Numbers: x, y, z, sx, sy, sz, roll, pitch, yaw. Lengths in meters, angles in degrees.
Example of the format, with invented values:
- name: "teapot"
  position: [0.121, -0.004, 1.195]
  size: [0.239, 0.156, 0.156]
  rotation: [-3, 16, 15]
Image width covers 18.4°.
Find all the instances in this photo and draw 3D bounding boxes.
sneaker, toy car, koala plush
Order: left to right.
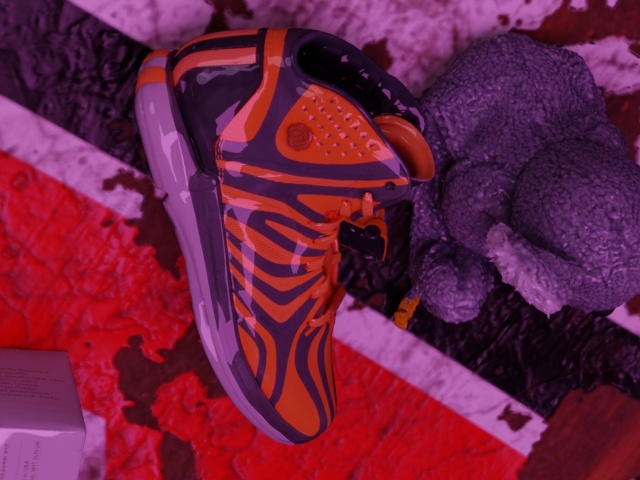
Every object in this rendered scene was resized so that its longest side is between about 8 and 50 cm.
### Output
- name: "sneaker"
  position: [0.000, 0.000, 1.376]
  size: [0.180, 0.125, 0.321]
  rotation: [-10, 120, 15]
- name: "toy car"
  position: [0.038, 0.011, 1.485]
  size: [0.040, 0.060, 0.122]
  rotation: [-59, 148, -30]
- name: "koala plush"
  position: [0.167, -0.025, 1.374]
  size: [0.196, 0.221, 0.203]
  rotation: [-18, 116, -10]

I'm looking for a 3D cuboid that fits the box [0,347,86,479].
- name: "box"
  position: [-0.275, 0.178, 1.432]
  size: [0.181, 0.119, 0.181]
  rotation: [4, 116, -17]
